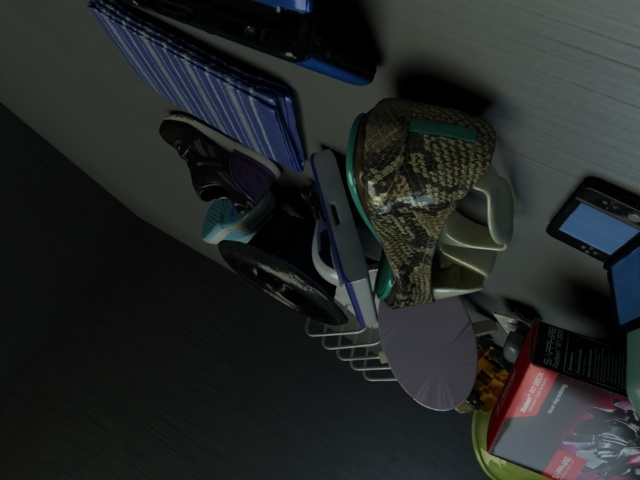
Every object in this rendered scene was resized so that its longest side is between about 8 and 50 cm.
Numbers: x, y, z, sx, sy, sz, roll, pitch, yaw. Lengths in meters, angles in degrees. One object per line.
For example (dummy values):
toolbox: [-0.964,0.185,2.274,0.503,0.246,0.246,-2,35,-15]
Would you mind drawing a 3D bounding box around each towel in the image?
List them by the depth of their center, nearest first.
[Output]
towel: [-0.172,-0.231,0.861,0.336,0.040,0.243,31,169,12]

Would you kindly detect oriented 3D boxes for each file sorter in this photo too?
file sorter: [0.120,0.206,1.358,0.193,0.173,0.278,-12,140,36]

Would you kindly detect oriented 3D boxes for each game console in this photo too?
game console: [-0.091,-0.275,0.499,0.293,0.173,0.250,27,-162,22]
game console: [0.293,0.022,0.580,0.124,0.085,0.144,29,167,15]

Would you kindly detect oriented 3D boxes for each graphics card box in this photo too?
graphics card box: [0.441,0.271,0.770,0.371,0.094,0.232,18,131,15]

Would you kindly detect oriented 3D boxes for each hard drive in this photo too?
hard drive: [0.046,0.013,0.947,0.318,0.040,0.210,68,-173,-69]

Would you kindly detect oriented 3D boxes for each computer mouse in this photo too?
computer mouse: [0.000,0.000,0.998,0.106,0.042,0.192,73,-177,-53]

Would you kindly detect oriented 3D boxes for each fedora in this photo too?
fedora: [-0.048,0.045,1.172,0.334,0.152,0.334,28,166,8]

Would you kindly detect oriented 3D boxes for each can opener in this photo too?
can opener: [0.388,0.204,1.067,0.074,0.093,0.280,20,168,40]

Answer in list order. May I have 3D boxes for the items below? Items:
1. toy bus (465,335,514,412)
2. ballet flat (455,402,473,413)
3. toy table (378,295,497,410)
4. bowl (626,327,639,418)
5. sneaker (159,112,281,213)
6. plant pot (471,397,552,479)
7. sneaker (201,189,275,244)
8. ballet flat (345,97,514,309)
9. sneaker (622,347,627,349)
toy bus: [0.346,0.287,1.400,0.220,0.149,0.211,40,-179,-24]
ballet flat: [0.431,0.387,1.480,0.067,0.206,0.073,-31,87,54]
toy table: [0.225,0.195,1.125,0.252,0.274,0.161,-8,165,16]
bowl: [0.443,0.152,0.552,0.312,0.163,0.311,29,167,8]
sneaker: [-0.223,-0.146,1.075,0.283,0.124,0.107,26,166,24]
plant pot: [0.556,0.469,1.350,0.276,0.276,0.254,37,155,-21]
sneaker: [-0.130,-0.046,1.304,0.208,0.127,0.319,19,162,-26]
ballet flat: [0.147,-0.006,0.720,0.182,0.163,0.482,8,160,12]
sneaker: [0.547,0.300,0.948,0.366,0.137,0.210,39,167,-10]
